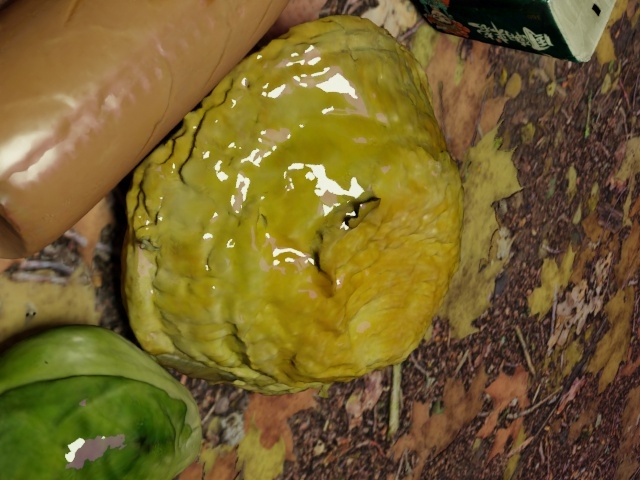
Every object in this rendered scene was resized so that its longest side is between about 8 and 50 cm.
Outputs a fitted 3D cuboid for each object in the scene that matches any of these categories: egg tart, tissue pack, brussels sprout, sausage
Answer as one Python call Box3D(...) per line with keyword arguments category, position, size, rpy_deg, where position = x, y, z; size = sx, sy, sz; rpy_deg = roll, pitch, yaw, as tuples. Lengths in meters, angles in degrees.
Box3D(category="egg tart", position=(0.000, 0.000, 0.736), size=(0.339, 0.153, 0.351), rpy_deg=(-4, 121, -48))
Box3D(category="tissue pack", position=(0.166, -0.228, 0.822), size=(0.103, 0.170, 0.090), rpy_deg=(33, 82, -49))
Box3D(category="brussels sprout", position=(-0.169, 0.133, 0.634), size=(0.183, 0.131, 0.145), rpy_deg=(-27, 131, -33))
Box3D(category="sausage", position=(-0.123, -0.128, 0.581), size=(0.304, 0.121, 0.121), rpy_deg=(-51, 138, -23))
